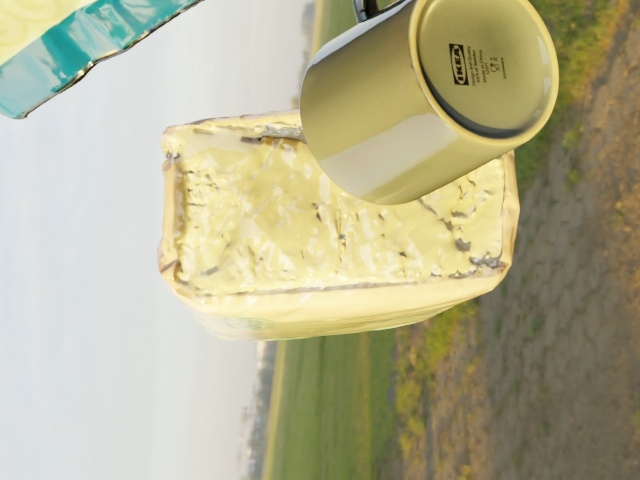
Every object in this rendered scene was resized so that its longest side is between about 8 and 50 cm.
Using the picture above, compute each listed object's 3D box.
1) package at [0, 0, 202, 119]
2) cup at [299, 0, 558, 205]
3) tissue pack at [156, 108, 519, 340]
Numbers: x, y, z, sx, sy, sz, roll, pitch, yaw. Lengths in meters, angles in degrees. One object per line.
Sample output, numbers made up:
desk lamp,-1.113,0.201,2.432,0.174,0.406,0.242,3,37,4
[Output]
package,-0.131,-0.139,0.361,0.173,0.171,0.027,45,-153,-39
cup,0.039,-0.071,0.353,0.077,0.078,0.100,-22,84,61
tissue pack,0.003,0.000,0.603,0.271,0.201,0.124,108,155,-79
